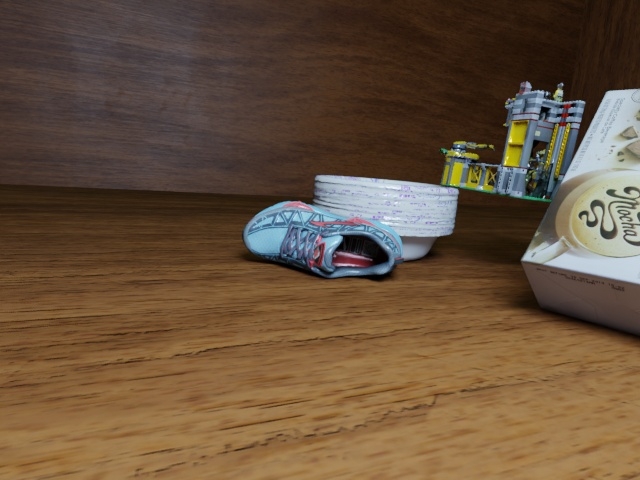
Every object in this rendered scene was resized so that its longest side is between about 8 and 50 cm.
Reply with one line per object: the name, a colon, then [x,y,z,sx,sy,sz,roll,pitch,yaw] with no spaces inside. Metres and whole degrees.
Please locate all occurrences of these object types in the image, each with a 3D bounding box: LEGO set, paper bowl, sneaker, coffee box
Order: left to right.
sneaker: [0.000,0.000,0.666,0.261,0.104,0.125,5,12,5]
paper bowl: [0.123,-0.048,0.863,0.283,0.148,0.284,4,9,-1]
LEGO set: [0.401,-0.172,0.783,0.330,0.192,0.255,7,11,-10]
coffee box: [0.395,-0.044,0.520,0.168,0.297,0.119,15,-27,48]
